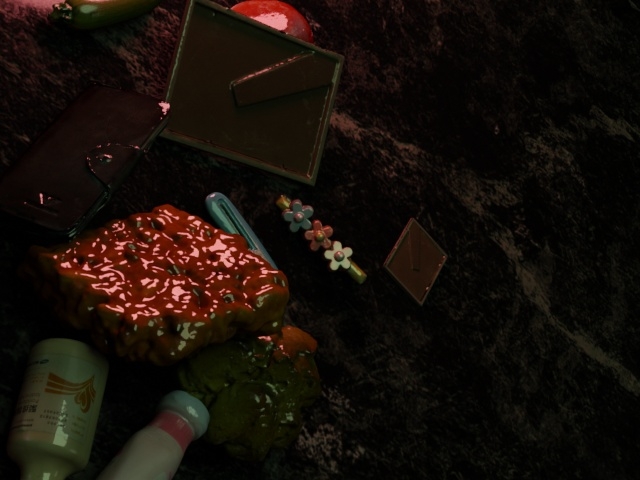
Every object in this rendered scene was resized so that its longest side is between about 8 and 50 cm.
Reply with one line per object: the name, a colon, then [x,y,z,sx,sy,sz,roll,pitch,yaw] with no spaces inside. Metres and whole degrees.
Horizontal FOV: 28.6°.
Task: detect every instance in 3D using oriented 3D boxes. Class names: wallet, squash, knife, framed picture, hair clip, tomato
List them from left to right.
wallet: [-0.359,-0.122,1.862,0.045,0.172,0.318,87,27,-44]
squash: [-0.334,-0.390,2.058,0.258,0.069,0.069,-33,94,-45]
knife: [-0.122,0.015,2.089,0.064,0.031,0.222,-38,98,-41]
framed picture: [-0.116,-0.252,2.155,0.335,0.022,0.247,16,86,-37]
tomato: [-0.080,-0.367,2.256,0.189,0.099,0.173,26,57,-30]
hair clip: [0.002,0.001,2.196,0.214,0.056,0.062,45,80,-18]
framed picture: [0.181,0.040,2.370,0.109,0.011,0.149,48,46,-16]

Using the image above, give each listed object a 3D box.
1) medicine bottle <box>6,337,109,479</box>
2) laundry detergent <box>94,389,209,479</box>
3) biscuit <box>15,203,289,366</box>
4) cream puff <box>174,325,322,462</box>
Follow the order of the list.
medicine bottle: [-0.363,0.264,1.695,0.114,0.114,0.252,27,55,-31]
laundry detergent: [-0.266,0.345,1.719,0.088,0.159,0.335,33,49,4]
biscuit: [-0.231,0.066,1.806,0.318,0.110,0.312,34,36,31]
cream puff: [-0.108,0.211,1.923,0.244,0.196,0.244,41,20,-18]
